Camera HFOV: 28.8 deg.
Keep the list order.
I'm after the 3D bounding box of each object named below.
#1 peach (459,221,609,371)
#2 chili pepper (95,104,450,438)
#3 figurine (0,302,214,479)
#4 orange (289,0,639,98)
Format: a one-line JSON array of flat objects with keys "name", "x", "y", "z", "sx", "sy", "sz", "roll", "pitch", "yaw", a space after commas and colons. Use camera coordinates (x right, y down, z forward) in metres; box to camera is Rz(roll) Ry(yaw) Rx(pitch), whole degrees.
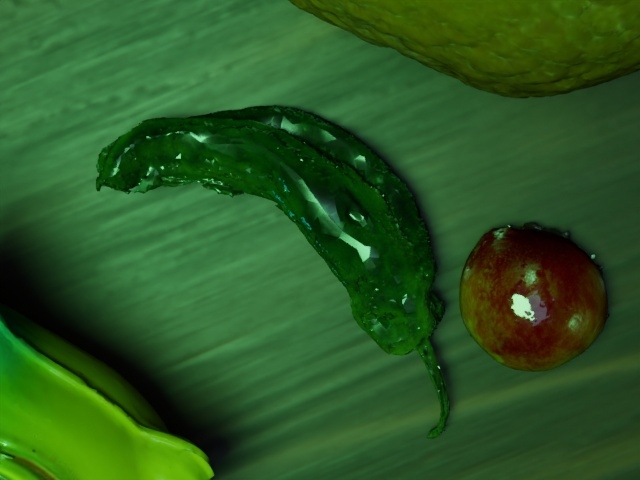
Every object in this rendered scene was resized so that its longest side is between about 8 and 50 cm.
[{"name": "peach", "x": 0.132, "y": 0.037, "z": 0.767, "sx": 0.098, "sy": 0.061, "sz": 0.098, "roll": 1, "pitch": 102, "yaw": 5}, {"name": "chili pepper", "x": 0.000, "y": 0.000, "z": 0.765, "sx": 0.279, "sy": 0.065, "sz": 0.122, "roll": 40, "pitch": 104, "yaw": -2}, {"name": "figurine", "x": -0.238, "y": 0.129, "z": 0.712, "sx": 0.340, "sy": 0.231, "sz": 0.323, "roll": 26, "pitch": 121, "yaw": -11}, {"name": "orange", "x": 0.114, "y": -0.254, "z": 0.615, "sx": 0.322, "sy": 0.322, "sz": 0.357, "roll": 26, "pitch": 90, "yaw": -2}]
